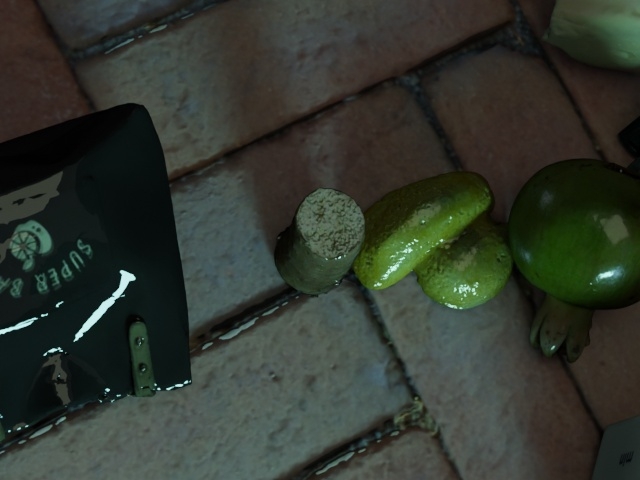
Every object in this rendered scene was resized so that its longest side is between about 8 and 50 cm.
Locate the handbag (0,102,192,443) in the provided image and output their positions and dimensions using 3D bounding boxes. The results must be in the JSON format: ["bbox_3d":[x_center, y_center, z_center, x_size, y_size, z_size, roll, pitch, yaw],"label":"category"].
[{"bbox_3d":[-0.282,0.046,1.439,0.342,0.152,0.288,-20,93,-17],"label":"handbag"}]

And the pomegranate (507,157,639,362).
[{"bbox_3d":[0.271,0.012,1.563,0.179,0.179,0.210,35,82,-3],"label":"pomegranate"}]

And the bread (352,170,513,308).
[{"bbox_3d":[0.127,0.005,1.585,0.187,0.065,0.149,-21,87,-20],"label":"bread"}]

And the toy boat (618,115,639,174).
[{"bbox_3d":[0.435,-0.062,1.658,0.246,0.093,0.103,43,63,0],"label":"toy boat"}]

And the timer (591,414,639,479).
[{"bbox_3d":[0.380,0.293,1.499,0.192,0.194,0.195,22,72,-7],"label":"timer"}]

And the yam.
[{"bbox_3d":[-0.001,0.003,1.520,0.084,0.127,0.084,3,74,-9],"label":"yam"}]

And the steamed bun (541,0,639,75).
[{"bbox_3d":[0.355,-0.294,1.679,0.200,0.170,0.226,24,87,26],"label":"steamed bun"}]
